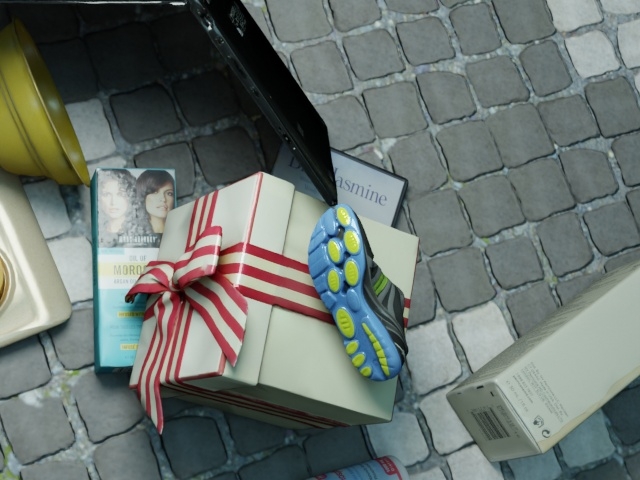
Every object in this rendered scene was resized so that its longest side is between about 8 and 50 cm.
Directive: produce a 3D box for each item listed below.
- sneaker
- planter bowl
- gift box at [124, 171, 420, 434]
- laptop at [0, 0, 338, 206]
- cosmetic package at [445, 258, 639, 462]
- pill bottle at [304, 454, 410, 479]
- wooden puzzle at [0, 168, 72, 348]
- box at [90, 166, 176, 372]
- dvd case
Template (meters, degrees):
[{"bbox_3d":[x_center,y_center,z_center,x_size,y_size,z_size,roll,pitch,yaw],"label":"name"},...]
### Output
[{"bbox_3d":[0.043,0.053,1.254,0.078,0.067,0.188,-32,102,-62],"label":"sneaker"},{"bbox_3d":[-0.352,-0.146,1.403,0.090,0.217,0.217,-23,83,-3],"label":"planter bowl"},{"bbox_3d":[-0.063,0.092,1.342,0.258,0.255,0.276,21,64,-28],"label":"gift box"},{"bbox_3d":[-0.190,-0.193,1.393,0.236,0.382,0.408,-33,105,9],"label":"laptop"},{"bbox_3d":[0.330,0.149,1.548,0.309,0.160,0.113,-32,88,-21],"label":"cosmetic package"},{"bbox_3d":[0.027,0.319,1.446,0.160,0.087,0.087,-12,79,-20],"label":"pill bottle"},{"bbox_3d":[-0.497,0.001,1.373,0.348,0.080,0.322,-22,82,-21],"label":"wooden puzzle"},{"bbox_3d":[-0.224,0.036,1.459,0.100,0.060,0.244,0,76,-17],"label":"box"},{"bbox_3d":[0.000,0.000,1.559,0.180,0.022,0.253,22,70,-10],"label":"dvd case"}]
